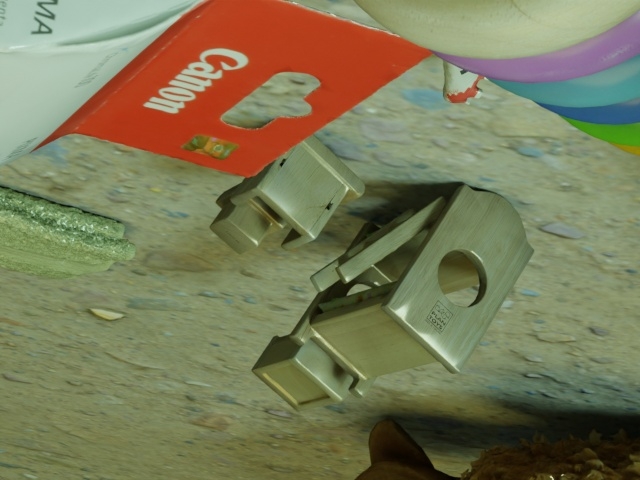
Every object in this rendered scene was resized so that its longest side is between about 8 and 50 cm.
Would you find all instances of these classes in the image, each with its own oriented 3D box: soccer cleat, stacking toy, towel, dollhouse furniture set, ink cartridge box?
[{"bbox_3d":[0.064,-0.088,0.887,0.035,0.029,0.083,21,157,-6],"label":"soccer cleat"},{"bbox_3d":[0.127,-0.089,0.727,0.141,0.141,0.330,0,166,28],"label":"stacking toy"},{"bbox_3d":[-0.202,-0.006,1.268,0.148,0.027,0.110,18,159,-25],"label":"towel"},{"bbox_3d":[0.000,0.000,1.137,0.161,0.101,0.182,43,151,-16],"label":"dollhouse furniture set"},{"bbox_3d":[-0.104,-0.053,0.706,0.232,0.066,0.189,20,161,-19],"label":"ink cartridge box"}]

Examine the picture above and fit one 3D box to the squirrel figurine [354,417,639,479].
[{"bbox_3d":[0.193,0.247,1.556,0.370,0.281,0.397,18,149,7],"label":"squirrel figurine"}]
